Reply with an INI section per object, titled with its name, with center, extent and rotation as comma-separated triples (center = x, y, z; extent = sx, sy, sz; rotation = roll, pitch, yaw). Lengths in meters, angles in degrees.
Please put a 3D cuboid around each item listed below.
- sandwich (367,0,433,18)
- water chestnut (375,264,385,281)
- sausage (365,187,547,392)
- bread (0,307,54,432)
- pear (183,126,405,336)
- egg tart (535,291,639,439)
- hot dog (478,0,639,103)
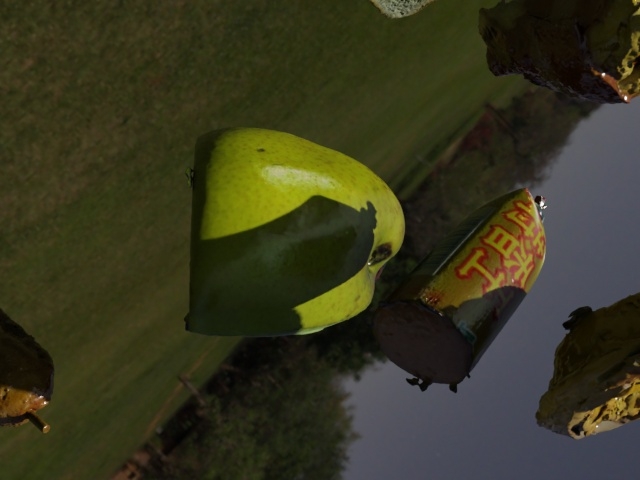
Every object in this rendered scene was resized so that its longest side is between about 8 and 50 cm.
[sandwich]
center = 0.144, -0.405, 1.146
extent = 0.215, 0.065, 0.186
rotation = -22, 158, 24
[water chestnut]
center = 0.000, 0.000, 1.437
extent = 0.238, 0.223, 0.223
rotation = -27, 173, -21
[sausage]
center = 0.192, 0.038, 0.957
extent = 0.117, 0.125, 0.317
rotation = -2, -152, 44
[bread]
center = -0.447, 0.164, 1.106
extent = 0.124, 0.344, 0.084
rotation = -52, 136, -13
[pear]
center = -0.034, -0.027, 1.171
extent = 0.342, 0.318, 0.238
rotation = -101, -163, -61
[egg tart]
center = 0.345, 0.115, 0.871
extent = 0.291, 0.107, 0.291
rotation = -16, 152, -9
[hot dog]
center = 0.232, -0.169, 0.718
extent = 0.146, 0.103, 0.213
rotation = -2, -175, -32
